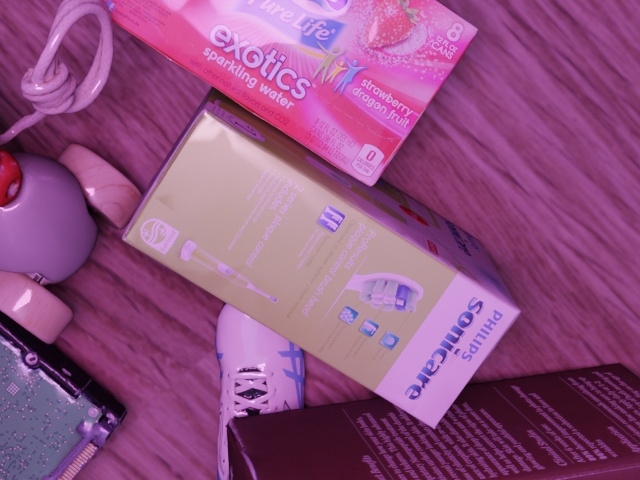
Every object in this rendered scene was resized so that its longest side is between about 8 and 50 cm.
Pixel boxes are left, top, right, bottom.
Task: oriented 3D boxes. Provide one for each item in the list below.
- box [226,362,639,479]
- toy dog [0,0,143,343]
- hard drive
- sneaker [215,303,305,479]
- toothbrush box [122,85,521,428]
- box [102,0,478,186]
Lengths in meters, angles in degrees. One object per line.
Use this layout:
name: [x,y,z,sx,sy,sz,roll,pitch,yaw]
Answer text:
box: [0.126,0.219,0.978,0.381,0.191,0.143,-4,107,-14]
toy dog: [-0.268,-0.055,0.909,0.161,0.220,0.333,28,148,19]
hard drive: [-0.373,0.132,1.027,0.339,0.064,0.237,40,95,-3]
sneaker: [-0.056,0.164,1.059,0.085,0.086,0.237,-2,104,1]
toothbrush box: [0.000,0.000,0.951,0.283,0.206,0.122,33,102,-9]
box: [-0.044,-0.195,0.928,0.300,0.142,0.154,32,103,-9]
